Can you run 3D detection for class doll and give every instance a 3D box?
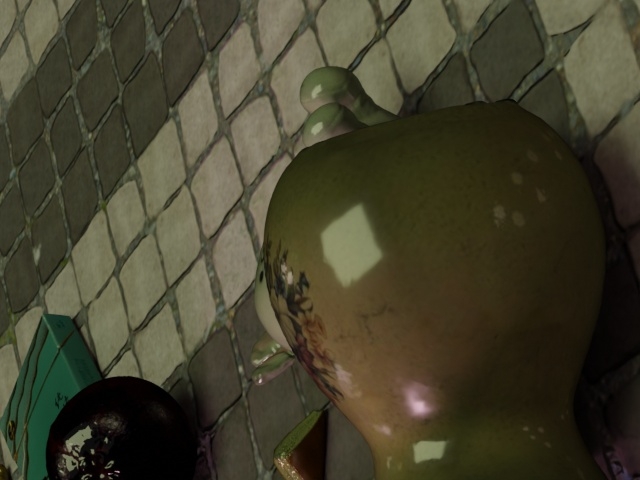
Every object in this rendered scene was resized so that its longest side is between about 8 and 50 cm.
[{"bbox_3d":[0.013,-0.001,1.596,0.155,0.113,0.275,-110,32,-63],"label":"doll"}]

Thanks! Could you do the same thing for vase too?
[{"bbox_3d":[0.089,0.072,1.399,0.329,0.241,0.302,129,128,-81],"label":"vase"}]

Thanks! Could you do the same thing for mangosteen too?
[{"bbox_3d":[-0.188,0.203,1.851,0.152,0.152,0.152,-14,73,55],"label":"mangosteen"}]

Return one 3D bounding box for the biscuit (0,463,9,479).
[{"bbox_3d":[-0.373,0.310,2.214,0.081,0.018,0.083,-52,45,39],"label":"biscuit"}]

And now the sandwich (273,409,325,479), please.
[{"bbox_3d":[-0.019,0.187,1.669,0.031,0.044,0.083,-1,86,52],"label":"sandwich"}]

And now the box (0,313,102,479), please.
[{"bbox_3d":[-0.273,0.210,2.054,0.229,0.041,0.162,56,130,45],"label":"box"}]
